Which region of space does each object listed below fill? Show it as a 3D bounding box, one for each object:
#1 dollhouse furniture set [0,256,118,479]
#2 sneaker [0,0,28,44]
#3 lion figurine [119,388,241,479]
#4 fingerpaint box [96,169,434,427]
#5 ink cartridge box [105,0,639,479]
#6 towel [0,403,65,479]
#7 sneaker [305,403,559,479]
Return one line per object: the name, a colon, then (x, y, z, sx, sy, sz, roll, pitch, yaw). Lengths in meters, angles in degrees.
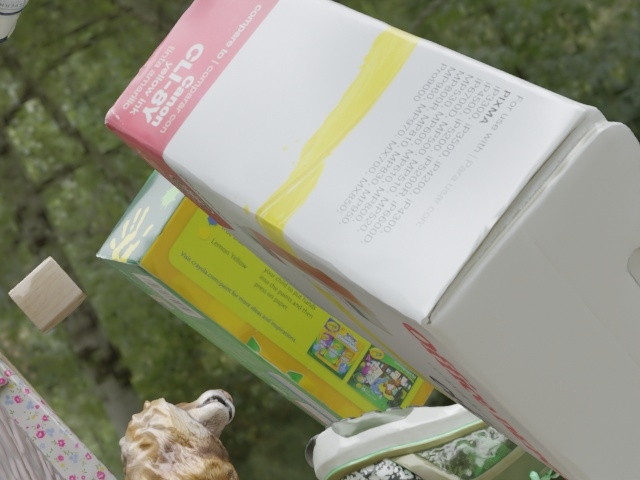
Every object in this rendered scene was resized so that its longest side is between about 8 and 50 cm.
dollhouse furniture set: (-0.245, 0.230, 1.079, 0.355, 0.303, 0.174, -44, -8, -5)
sneaker: (-0.370, -0.308, 1.531, 0.094, 0.258, 0.091, 11, -49, -30)
lion figurine: (-0.065, 0.330, 1.370, 0.142, 0.392, 0.240, -26, 6, -19)
fingerpaint box: (0.000, 0.000, 1.876, 0.371, 0.445, 0.163, -57, 26, -13)
ink cartridge box: (0.069, -0.010, 0.982, 0.160, 0.279, 0.385, -52, 41, -6)
towel: (-0.132, 0.237, 0.771, 0.053, 0.332, 0.317, -26, -34, -5)
sneaker: (0.197, 0.268, 1.614, 0.410, 0.182, 0.158, -14, -24, 5)
